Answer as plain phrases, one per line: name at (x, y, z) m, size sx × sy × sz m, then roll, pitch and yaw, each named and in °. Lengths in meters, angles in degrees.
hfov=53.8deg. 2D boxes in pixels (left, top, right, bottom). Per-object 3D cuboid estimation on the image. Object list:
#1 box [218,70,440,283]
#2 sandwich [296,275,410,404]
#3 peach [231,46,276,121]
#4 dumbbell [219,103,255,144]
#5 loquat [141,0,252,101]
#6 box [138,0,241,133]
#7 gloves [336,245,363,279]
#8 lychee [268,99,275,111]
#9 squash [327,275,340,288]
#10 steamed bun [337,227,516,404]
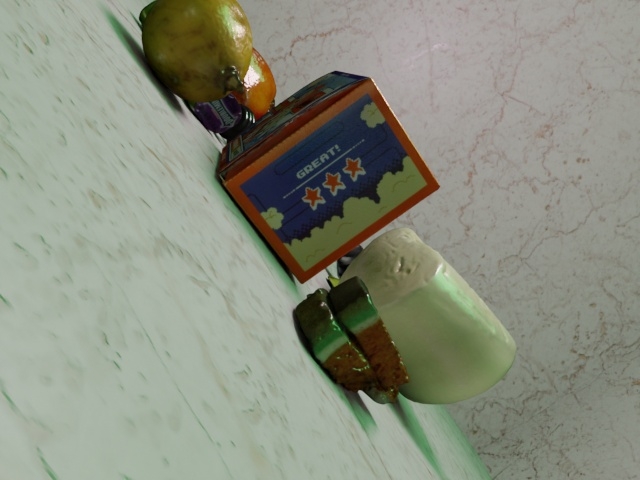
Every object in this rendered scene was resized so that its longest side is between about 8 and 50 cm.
box at (-0.004, -0.149, 1.242) m, size 0.256 × 0.319 × 0.348 m, roll 55°, pitch 4°, yaw -19°
sandwich at (0.056, 0.148, 0.967) m, size 0.212 × 0.109 × 0.292 m, roll 56°, pitch 3°, yaw 23°
peach at (-0.236, -0.420, 1.696) m, size 0.243 × 0.200 × 0.243 m, roll 36°, pitch 42°, yaw -42°
dumbbell at (-0.196, -0.271, 1.550) m, size 0.099 × 0.099 × 0.208 m, roll 57°, pitch -1°, yaw 20°
loquat at (-0.216, -0.353, 1.170) m, size 0.246 × 0.213 × 0.213 m, roll 50°, pitch 0°, yaw 26°
box at (-0.300, -0.407, 1.449) m, size 0.345 × 0.097 × 0.134 m, roll 57°, pitch 3°, yaw 29°
gloves at (0.137, 0.142, 2.061) m, size 0.312 × 0.135 × 0.210 m, roll 54°, pitch 4°, yaw -36°
lychee at (-0.235, -0.443, 2.041) m, size 0.200 × 0.200 × 0.238 m, roll 55°, pitch 15°, yaw -17°
squash at (0.101, 0.158, 1.802) m, size 0.184 × 0.085 × 0.192 m, roll 56°, pitch 1°, yaw -4°
steamed bun at (0.214, 0.179, 1.507) m, size 0.371 × 0.290 × 0.456 m, roll 50°, pitch 2°, yaw -11°
